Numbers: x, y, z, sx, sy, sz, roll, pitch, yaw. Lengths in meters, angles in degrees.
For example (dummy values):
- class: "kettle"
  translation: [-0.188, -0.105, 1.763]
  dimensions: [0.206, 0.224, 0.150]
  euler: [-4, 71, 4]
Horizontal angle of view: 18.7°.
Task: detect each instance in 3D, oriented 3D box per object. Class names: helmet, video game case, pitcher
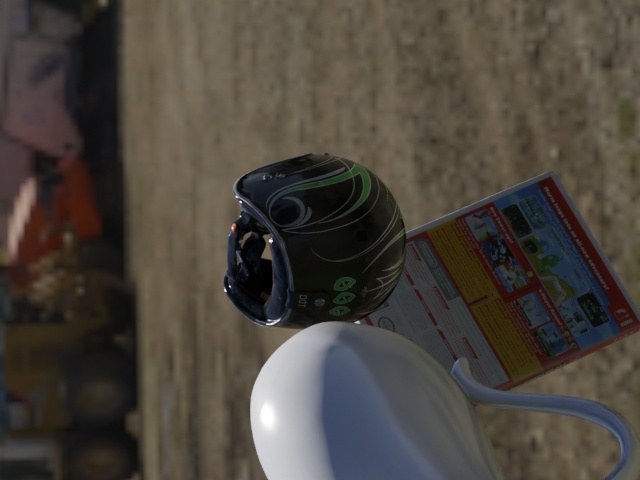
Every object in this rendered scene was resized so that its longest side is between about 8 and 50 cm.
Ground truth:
- class: "helmet"
  translation: [0.000, 0.000, 1.794]
  dimensions: [0.169, 0.161, 0.169]
  euler: [30, 129, 47]
- class: "video game case"
  translation: [0.177, 0.062, 2.083]
  dimensions: [0.204, 0.285, 0.025]
  euler: [61, 162, 19]
- class: "pitcher"
  translation: [0.070, 0.123, 1.153]
  dimensions: [0.207, 0.178, 0.125]
  euler: [42, 162, 38]
